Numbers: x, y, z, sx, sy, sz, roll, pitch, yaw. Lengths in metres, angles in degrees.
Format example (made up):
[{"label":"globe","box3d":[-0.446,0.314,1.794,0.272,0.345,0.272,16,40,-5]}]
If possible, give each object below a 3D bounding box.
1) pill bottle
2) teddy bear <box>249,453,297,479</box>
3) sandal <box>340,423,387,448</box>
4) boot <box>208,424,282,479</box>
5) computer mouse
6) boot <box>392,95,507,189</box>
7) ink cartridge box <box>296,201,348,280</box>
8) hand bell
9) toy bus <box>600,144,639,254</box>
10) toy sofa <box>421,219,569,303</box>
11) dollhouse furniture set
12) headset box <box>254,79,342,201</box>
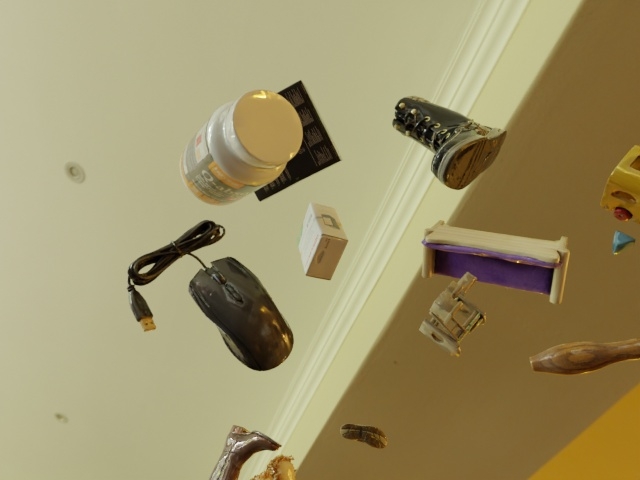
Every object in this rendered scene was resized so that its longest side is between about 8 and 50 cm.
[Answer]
[{"label":"pill bottle","box3d":[-0.158,-0.170,0.863,0.162,0.162,0.278,53,-30,-13]},{"label":"teddy bear","box3d":[-0.138,0.591,0.885,0.113,0.245,0.337,15,-71,14]},{"label":"sandal","box3d":[0.161,0.730,1.681,0.180,0.072,0.049,13,-31,0]},{"label":"boot","box3d":[-0.111,0.321,0.614,0.107,0.114,0.037,-11,-47,43]},{"label":"computer mouse","box3d":[-0.167,0.093,0.655,0.262,0.184,0.060,54,-24,14]},{"label":"boot","box3d":[0.184,-0.166,0.728,0.179,0.236,0.085,32,-55,24]},{"label":"ink cartridge box","box3d":[0.000,0.000,1.406,0.093,0.212,0.154,13,-63,-17]},{"label":"hand bell","box3d":[0.378,0.129,0.528,0.242,0.126,0.126,-17,-69,24]},{"label":"toy bus","box3d":[0.553,-0.068,0.692,0.202,0.190,0.104,-10,-36,16]},{"label":"toy sofa","box3d":[0.457,0.059,1.207,0.363,0.177,0.150,10,-66,29]},{"label":"dollhouse furniture set","box3d":[0.324,0.137,0.977,0.101,0.182,0.160,39,-25,21]},{"label":"headset box","box3d":[-0.116,-0.276,1.295,0.283,0.131,0.246,-27,-83,9]}]
